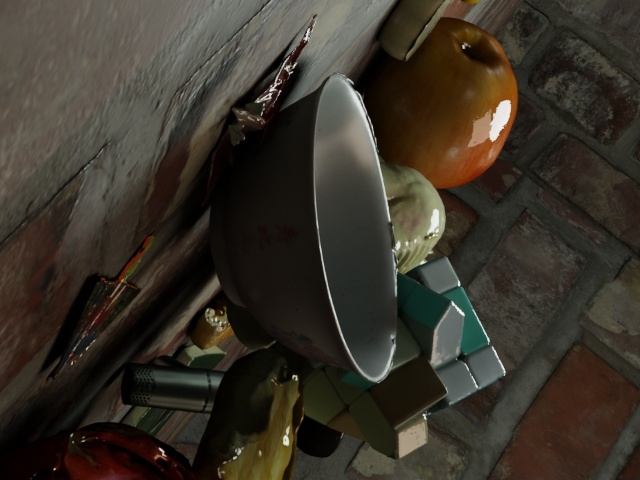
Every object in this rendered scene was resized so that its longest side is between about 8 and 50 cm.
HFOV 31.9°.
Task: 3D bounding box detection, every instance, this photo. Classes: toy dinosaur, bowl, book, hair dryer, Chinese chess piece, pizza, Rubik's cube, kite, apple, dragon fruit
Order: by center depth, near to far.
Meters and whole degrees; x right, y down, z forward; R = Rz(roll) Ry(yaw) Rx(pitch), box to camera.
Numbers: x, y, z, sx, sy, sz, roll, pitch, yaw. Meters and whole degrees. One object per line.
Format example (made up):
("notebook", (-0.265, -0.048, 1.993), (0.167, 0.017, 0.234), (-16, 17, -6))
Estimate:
("toy dinosaur", (-0.060, -0.124, 1.086), (0.220, 0.032, 0.108), (-55, 173, 12))
("kite", (-0.219, 0.068, 1.123), (0.183, 0.014, 0.241), (-55, 176, 1))
("dragon fruit", (-0.265, 0.354, 1.185), (0.301, 0.296, 0.295), (-63, 171, 30))
("bowl", (-0.026, -0.005, 1.245), (0.157, 0.345, 0.345), (-8, -171, 15))
("Rubik's cube", (0.093, 0.157, 1.442), (0.213, 0.224, 0.265), (-19, 168, -39))
("Chinese chess piece", (0.129, -0.302, 1.514), (0.122, 0.051, 0.122), (-54, 177, -4))
("hair dryer", (-0.140, 0.197, 1.682), (0.284, 0.320, 0.155), (-123, -134, -71))
("apple", (0.190, -0.214, 1.687), (0.242, 0.242, 0.241), (-49, 173, -36))
("pizza", (-0.172, 0.136, 1.960), (0.134, 0.056, 0.271), (-50, 175, 7))
("book", (-0.301, 0.303, 2.123), (0.260, 0.043, 0.371), (-50, 175, -2))

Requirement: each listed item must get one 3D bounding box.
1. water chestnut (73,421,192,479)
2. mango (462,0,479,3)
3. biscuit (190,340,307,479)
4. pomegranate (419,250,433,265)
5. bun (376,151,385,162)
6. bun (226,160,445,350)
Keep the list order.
("water chestnut", (-0.272, 0.373, 1.454), (0.289, 0.289, 0.244), (-52, 173, 6))
("mango", (0.252, -0.423, 1.744), (0.114, 0.060, 0.080), (-57, 177, 19))
("biscuit", (-0.092, 0.263, 1.397), (0.335, 0.078, 0.329), (57, 42, -70))
("pomegranate", (0.078, 0.006, 1.972), (0.306, 0.242, 0.242), (-4, 153, -22))
("bun", (0.178, -0.162, 2.019), (0.283, 0.179, 0.283), (-31, 172, -5))
("bun", (0.000, 0.000, 1.594), (0.361, 0.213, 0.361), (-31, 168, -7))
